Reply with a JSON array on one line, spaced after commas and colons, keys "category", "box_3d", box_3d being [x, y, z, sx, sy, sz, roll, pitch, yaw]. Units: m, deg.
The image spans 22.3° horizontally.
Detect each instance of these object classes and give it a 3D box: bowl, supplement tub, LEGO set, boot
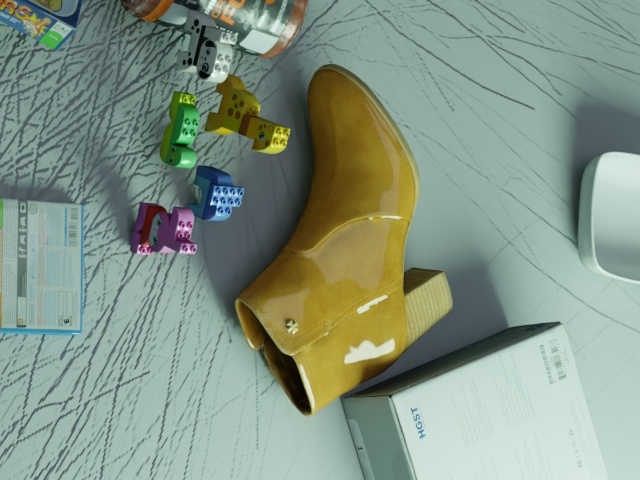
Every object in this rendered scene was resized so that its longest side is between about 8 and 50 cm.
[{"category": "bowl", "box_3d": [0.338, -0.021, 1.788, 0.142, 0.053, 0.142, 11, 78, -31]}, {"category": "supplement tub", "box_3d": [-0.115, -0.242, 1.502, 0.197, 0.106, 0.106, 14, 77, -30]}, {"category": "LEGO set", "box_3d": [-0.087, -0.084, 1.469, 0.087, 0.093, 0.227, 3, 105, -47]}, {"category": "boot", "box_3d": [0.000, 0.001, 1.545, 0.211, 0.104, 0.295, -30, 104, -31]}]

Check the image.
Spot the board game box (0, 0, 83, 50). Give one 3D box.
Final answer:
[{"category": "board game box", "box_3d": [-0.262, -0.275, 1.410, 0.136, 0.035, 0.201, 27, 47, -27]}]

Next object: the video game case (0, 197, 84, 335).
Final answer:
[{"category": "video game case", "box_3d": [-0.286, 0.021, 1.416, 0.166, 0.015, 0.119, 4, 83, -32]}]

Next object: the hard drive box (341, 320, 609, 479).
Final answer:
[{"category": "hard drive box", "box_3d": [0.159, 0.202, 1.628, 0.232, 0.089, 0.181, -18, 94, -33]}]
